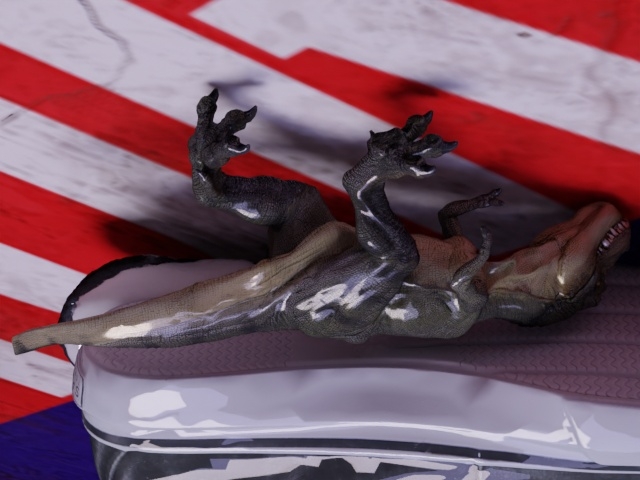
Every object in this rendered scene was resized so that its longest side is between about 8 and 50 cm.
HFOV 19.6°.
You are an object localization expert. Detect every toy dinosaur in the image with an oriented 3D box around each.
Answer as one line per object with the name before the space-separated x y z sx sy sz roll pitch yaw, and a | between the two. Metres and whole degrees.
toy dinosaur | 0.000 0.000 0.751 0.268 0.064 0.118 -5 131 -1

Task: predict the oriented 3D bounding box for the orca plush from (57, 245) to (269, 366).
orca plush | 0.017 0.051 0.925 0.287 0.102 0.151 0 113 -2

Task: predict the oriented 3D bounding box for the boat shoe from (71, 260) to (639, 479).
boat shoe | 0.059 0.085 0.834 0.335 0.121 0.119 1 119 9
